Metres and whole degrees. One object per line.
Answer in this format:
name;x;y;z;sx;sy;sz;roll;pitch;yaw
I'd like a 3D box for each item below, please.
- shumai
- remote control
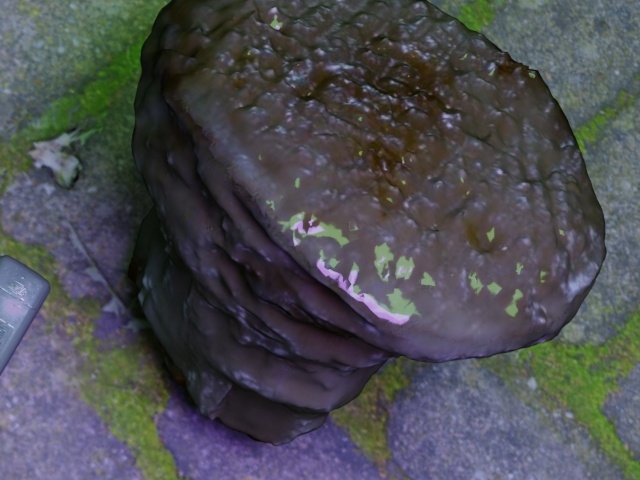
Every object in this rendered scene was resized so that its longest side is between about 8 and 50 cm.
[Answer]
shumai;0.000;0.000;1.525;0.397;0.323;0.324;45;43;17
remote control;-0.263;0.069;1.541;0.053;0.018;0.124;32;55;-10
